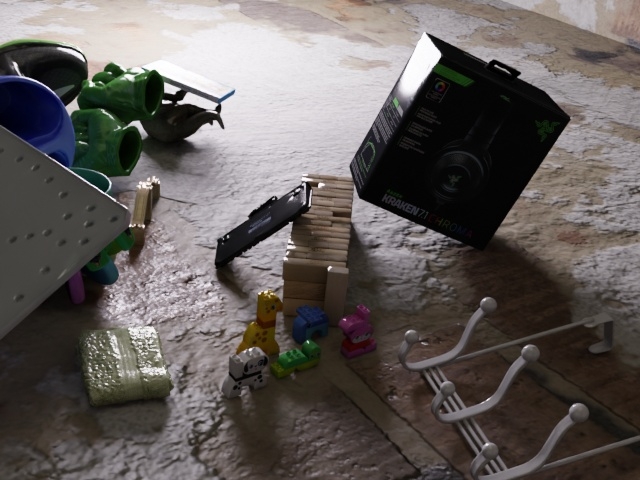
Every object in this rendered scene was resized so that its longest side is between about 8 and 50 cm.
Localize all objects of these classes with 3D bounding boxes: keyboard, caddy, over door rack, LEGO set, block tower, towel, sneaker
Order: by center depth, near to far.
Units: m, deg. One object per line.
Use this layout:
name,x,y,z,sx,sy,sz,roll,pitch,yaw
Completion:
over door rack,0.289,0.169,1.096,0.325,0.108,0.239,-4,31,-17
towel,-0.248,0.152,1.116,0.110,0.027,0.148,-6,30,-18
LEGO set,-0.038,0.113,1.155,0.227,0.093,0.087,-15,34,-32
caddy,-0.538,-0.126,1.359,0.179,0.241,0.341,18,31,35
keyboard,-0.087,-0.027,1.368,0.180,0.023,0.108,-32,28,17
block tower,0.000,0.000,1.373,0.097,0.090,0.335,5,28,0
sneaker,-0.603,-0.218,1.609,0.202,0.185,0.483,30,46,26

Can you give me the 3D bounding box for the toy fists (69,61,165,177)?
toy fists,-0.396,-0.224,1.640,0.142,0.096,0.279,-1,51,17

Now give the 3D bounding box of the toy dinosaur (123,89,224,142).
toy dinosaur,-0.296,-0.241,1.771,0.160,0.121,0.313,-28,47,-28

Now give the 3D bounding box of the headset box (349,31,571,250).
headset box,0.223,-0.165,1.439,0.247,0.283,0.131,23,24,-18

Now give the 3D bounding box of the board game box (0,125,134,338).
board game box,-0.474,0.035,1.093,0.390,0.050,0.390,29,64,36

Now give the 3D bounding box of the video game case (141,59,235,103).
video game case,-0.262,-0.318,1.776,0.166,0.015,0.119,22,21,2

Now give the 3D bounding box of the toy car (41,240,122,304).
toy car,-0.359,0.024,1.237,0.182,0.159,0.136,-3,64,-16

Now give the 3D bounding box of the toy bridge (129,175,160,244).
toy bridge,-0.289,-0.064,1.468,0.026,0.063,0.188,4,29,-3

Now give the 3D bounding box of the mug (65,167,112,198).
mug,-0.401,-0.044,1.375,0.158,0.097,0.129,7,29,4
